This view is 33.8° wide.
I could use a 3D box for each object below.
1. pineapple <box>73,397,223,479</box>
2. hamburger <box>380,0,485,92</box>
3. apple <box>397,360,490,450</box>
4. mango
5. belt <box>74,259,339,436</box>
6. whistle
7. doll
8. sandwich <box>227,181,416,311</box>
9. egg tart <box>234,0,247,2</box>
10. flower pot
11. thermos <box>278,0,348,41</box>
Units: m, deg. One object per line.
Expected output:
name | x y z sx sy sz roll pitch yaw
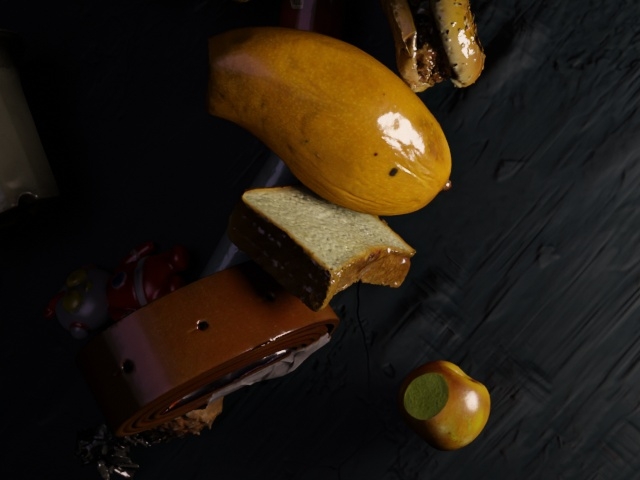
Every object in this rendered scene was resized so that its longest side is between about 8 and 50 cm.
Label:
pineapple | -0.252 0.256 1.476 0.237 0.111 0.119 -31 46 24
hamburger | 0.145 -0.282 1.336 0.113 0.185 0.177 -16 125 23
apple | 0.157 0.206 1.327 0.102 0.099 0.114 -46 47 5
mango | 0.014 -0.152 1.311 0.359 0.144 0.187 35 122 -23
belt | -0.131 0.131 1.330 0.122 0.338 0.217 59 144 14
whistle | -0.116 0.017 1.462 0.062 0.062 0.312 33 98 20
doll | -0.298 0.074 1.514 0.245 0.076 0.142 -14 49 19
sandwich | 0.000 0.000 1.335 0.186 0.214 0.065 38 116 20
egg tart | -0.080 -0.408 1.400 0.288 0.288 0.118 -29 114 16
flower pot | -0.515 -0.139 1.527 0.290 0.290 0.259 -25 88 17
thermos | -0.021 -0.230 1.415 0.099 0.124 0.232 11 97 28
